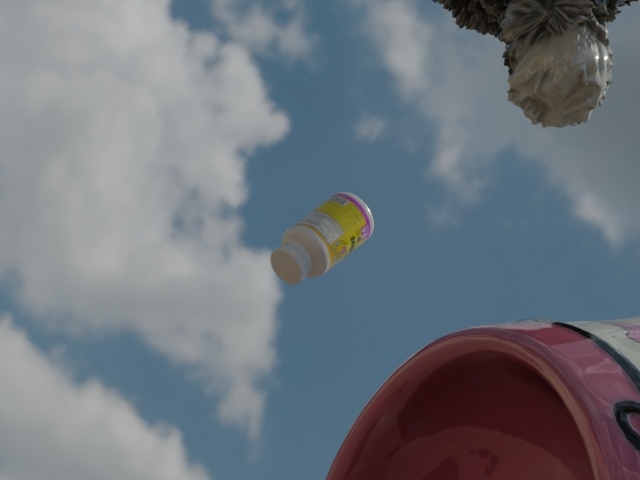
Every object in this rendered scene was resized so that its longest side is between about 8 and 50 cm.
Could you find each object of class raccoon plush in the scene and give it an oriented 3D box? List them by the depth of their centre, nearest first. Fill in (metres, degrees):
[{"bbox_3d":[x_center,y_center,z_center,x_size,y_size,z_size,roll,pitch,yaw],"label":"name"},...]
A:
[{"bbox_3d":[0.208,-0.192,1.613,0.216,0.446,0.299,-20,-42,30],"label":"raccoon plush"}]

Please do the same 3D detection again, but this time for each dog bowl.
[{"bbox_3d":[0.130,0.231,1.159,0.150,0.408,0.408,15,-27,-30],"label":"dog bowl"}]

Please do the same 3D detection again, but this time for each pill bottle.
[{"bbox_3d":[0.000,0.000,1.398,0.043,0.083,0.043,27,-44,29],"label":"pill bottle"}]
